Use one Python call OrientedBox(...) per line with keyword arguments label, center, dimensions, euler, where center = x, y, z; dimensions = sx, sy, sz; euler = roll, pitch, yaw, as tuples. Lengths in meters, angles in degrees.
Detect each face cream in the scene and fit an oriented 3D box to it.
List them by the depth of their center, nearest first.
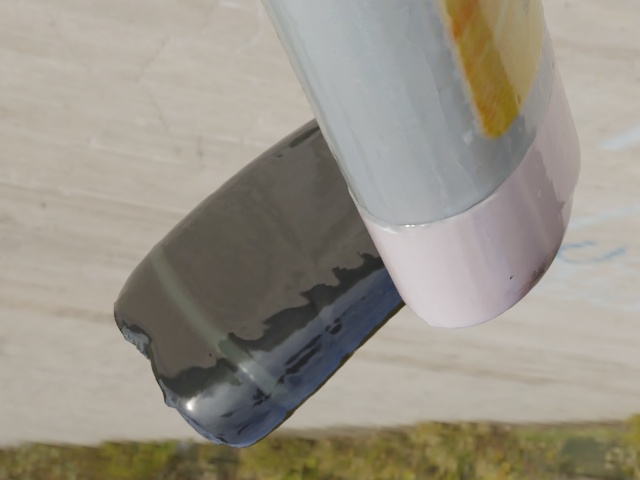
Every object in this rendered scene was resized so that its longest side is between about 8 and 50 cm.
OrientedBox(label="face cream", center=(0.015, -0.093, 0.362), dimensions=(0.073, 0.107, 0.269), euler=(3, 142, 27))

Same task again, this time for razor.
OrientedBox(label="razor", center=(-0.001, 0.000, 1.035), dimensions=(0.204, 0.349, 0.113), euler=(43, 173, 43))
